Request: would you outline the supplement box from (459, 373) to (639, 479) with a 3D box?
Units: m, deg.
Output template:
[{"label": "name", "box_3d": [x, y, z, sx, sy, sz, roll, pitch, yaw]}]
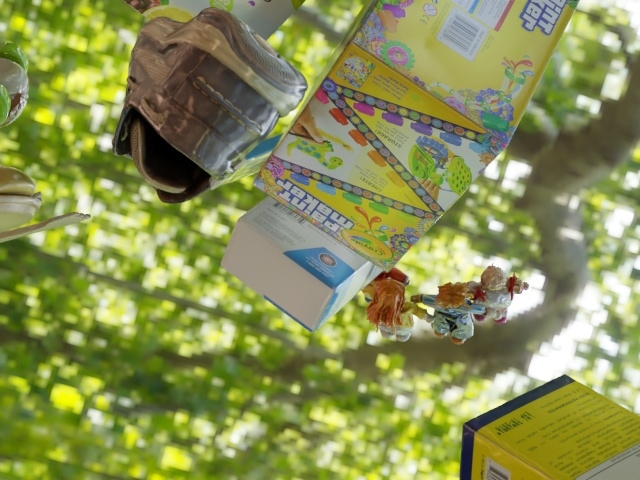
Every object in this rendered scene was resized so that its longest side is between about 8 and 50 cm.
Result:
[{"label": "supplement box", "box_3d": [0.360, 0.348, 1.983, 0.356, 0.194, 0.195, 30, -51, 43]}]

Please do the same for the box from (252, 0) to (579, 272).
[{"label": "box", "box_3d": [0.106, -0.174, 1.630, 0.290, 0.177, 0.279, -60, -174, -34]}]

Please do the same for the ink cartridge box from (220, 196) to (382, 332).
[{"label": "ink cartridge box", "box_3d": [0.000, 0.000, 1.952, 0.203, 0.148, 0.086, -38, 158, -48]}]

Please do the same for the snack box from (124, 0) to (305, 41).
[{"label": "snack box", "box_3d": [-0.118, -0.297, 1.667, 0.174, 0.207, 0.070, -42, -151, 22]}]

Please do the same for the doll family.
[{"label": "doll family", "box_3d": [0.155, 0.092, 2.230, 0.163, 0.263, 0.118, 80, 19, -65]}]

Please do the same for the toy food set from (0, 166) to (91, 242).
[{"label": "toy food set", "box_3d": [-0.291, -0.031, 1.330, 0.192, 0.132, 0.038, 11, 67, -67]}]

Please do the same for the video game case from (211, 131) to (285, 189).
[{"label": "video game case", "box_3d": [-0.058, -0.101, 1.854, 0.015, 0.119, 0.166, 66, -20, 2]}]

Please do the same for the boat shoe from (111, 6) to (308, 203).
[{"label": "boat shoe", "box_3d": [-0.125, -0.109, 1.367, 0.130, 0.132, 0.355, -52, -170, -10]}]

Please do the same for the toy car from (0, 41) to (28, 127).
[{"label": "toy car", "box_3d": [-0.411, -0.118, 1.839, 0.155, 0.149, 0.188, -92, -173, -64]}]
